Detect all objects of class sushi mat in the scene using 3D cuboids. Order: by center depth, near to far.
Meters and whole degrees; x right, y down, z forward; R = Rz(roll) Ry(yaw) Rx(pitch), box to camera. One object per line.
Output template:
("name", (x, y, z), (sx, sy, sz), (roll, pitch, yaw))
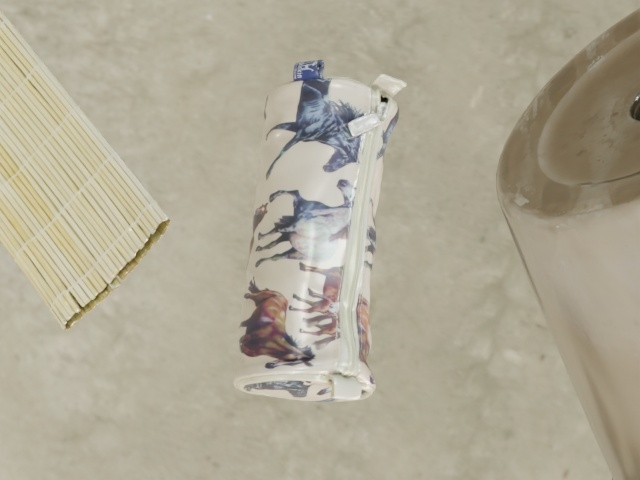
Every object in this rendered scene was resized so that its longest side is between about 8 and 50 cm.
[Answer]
("sushi mat", (-0.278, -0.074, 1.289), (0.151, 0.316, 0.019), (-46, 157, 12))

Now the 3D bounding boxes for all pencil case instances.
("pencil case", (0.000, 0.000, 1.577), (0.160, 0.183, 0.410), (18, 66, -28))

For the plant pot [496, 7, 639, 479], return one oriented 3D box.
("plant pot", (0.247, 0.020, 0.693), (0.323, 0.323, 0.280), (-46, 113, -13))
